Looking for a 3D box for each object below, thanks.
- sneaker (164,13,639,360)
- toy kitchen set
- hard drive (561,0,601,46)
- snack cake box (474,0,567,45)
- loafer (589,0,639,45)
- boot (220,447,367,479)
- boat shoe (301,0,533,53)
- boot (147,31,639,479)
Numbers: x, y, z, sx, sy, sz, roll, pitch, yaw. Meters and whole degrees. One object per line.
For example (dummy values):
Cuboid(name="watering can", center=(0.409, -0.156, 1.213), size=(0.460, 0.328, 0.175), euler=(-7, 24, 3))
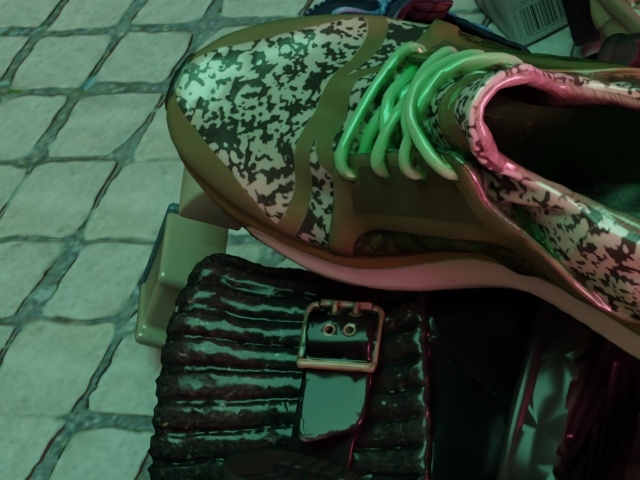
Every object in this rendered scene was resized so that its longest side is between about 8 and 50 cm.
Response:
Cuboid(name="sneaker", center=(0.085, -0.054, 0.918), size=(0.410, 0.182, 0.158), euler=(16, 73, 28))
Cuboid(name="toy kitchen set", center=(0.000, 0.000, 1.234), size=(0.207, 0.166, 0.122), euler=(15, 41, -10))
Cuboid(name="hard drive", center=(0.272, -0.235, 1.267), size=(0.254, 0.172, 0.054), euler=(-20, 54, 7))
Cuboid(name="snack cake box", center=(0.221, -0.272, 1.356), size=(0.264, 0.152, 0.089), euler=(-27, 38, -4))
Cuboid(name="loafer", center=(0.257, -0.088, 1.182), size=(0.102, 0.092, 0.268), euler=(-21, 54, -10))
Cuboid(name="boot", center=(0.028, 0.199, 0.952), size=(0.198, 0.137, 0.077), euler=(20, 20, 39))
Cuboid(name="boat shoe", center=(0.078, -0.141, 1.330), size=(0.258, 0.089, 0.109), euler=(21, 57, 42))
Cuboid(name="boot", center=(0.058, 0.026, 1.080), size=(0.260, 0.131, 0.348), euler=(3, 58, 30))
